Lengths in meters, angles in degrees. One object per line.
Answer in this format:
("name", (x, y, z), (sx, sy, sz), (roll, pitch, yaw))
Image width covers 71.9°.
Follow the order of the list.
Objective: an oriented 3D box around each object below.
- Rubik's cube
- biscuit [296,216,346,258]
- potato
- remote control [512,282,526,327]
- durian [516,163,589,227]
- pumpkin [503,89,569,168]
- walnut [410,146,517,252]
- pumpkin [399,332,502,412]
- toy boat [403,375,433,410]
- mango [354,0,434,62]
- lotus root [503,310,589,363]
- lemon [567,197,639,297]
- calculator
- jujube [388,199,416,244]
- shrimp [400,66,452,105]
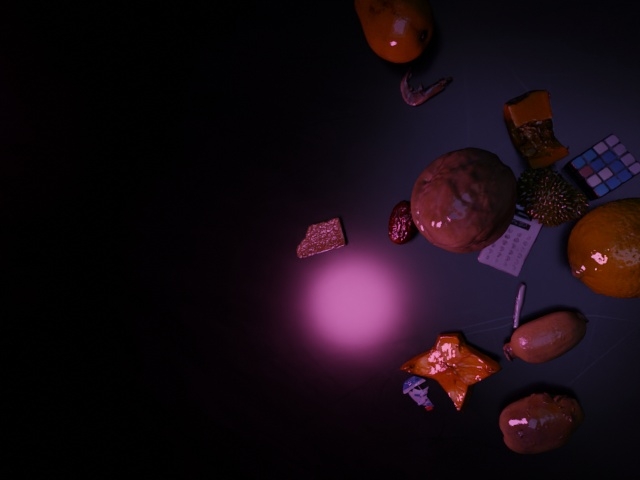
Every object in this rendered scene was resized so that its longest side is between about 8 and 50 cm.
("Rubik's cube", (0.928, -0.237, 1.458), (0.151, 0.155, 0.154), (-36, 79, 18))
("biscuit", (-0.007, -0.010, 1.934), (0.237, 0.026, 0.131), (-17, 84, 23))
("potato", (0.778, 0.645, 1.564), (0.296, 0.141, 0.191), (-35, 81, 18))
("remote control", (0.727, 0.238, 1.612), (0.029, 0.061, 0.162), (8, 96, 21))
("durian", (0.768, -0.156, 1.495), (0.177, 0.200, 0.236), (-24, 76, -3))
("pumpkin", (0.717, -0.386, 1.478), (0.140, 0.280, 0.190), (-16, 121, 14))
("walnut", (0.498, -0.134, 1.535), (0.382, 0.381, 0.380), (1, 92, 23))
("pumpkin", (0.498, 0.487, 1.700), (0.290, 0.095, 0.258), (36, 107, 20))
("toy boat", (0.392, 0.621, 1.792), (0.106, 0.034, 0.149), (-15, 98, 20))
("mango", (0.275, -0.855, 1.683), (0.264, 0.221, 0.377), (-41, 68, 22))
("lotus root", (0.789, 0.344, 1.550), (0.303, 0.131, 0.146), (-33, 78, 21))
("lemon", (0.959, 0.020, 1.379), (0.337, 0.336, 0.335), (1, 92, 23))
("calculator", (0.709, -0.012, 1.631), (0.161, 0.021, 0.261), (24, 101, 20))
("jujube", (0.328, -0.069, 1.745), (0.112, 0.109, 0.176), (36, 111, 53))
("shrimp", (0.405, -0.628, 1.734), (0.195, 0.035, 0.147), (-27, 79, 23))
